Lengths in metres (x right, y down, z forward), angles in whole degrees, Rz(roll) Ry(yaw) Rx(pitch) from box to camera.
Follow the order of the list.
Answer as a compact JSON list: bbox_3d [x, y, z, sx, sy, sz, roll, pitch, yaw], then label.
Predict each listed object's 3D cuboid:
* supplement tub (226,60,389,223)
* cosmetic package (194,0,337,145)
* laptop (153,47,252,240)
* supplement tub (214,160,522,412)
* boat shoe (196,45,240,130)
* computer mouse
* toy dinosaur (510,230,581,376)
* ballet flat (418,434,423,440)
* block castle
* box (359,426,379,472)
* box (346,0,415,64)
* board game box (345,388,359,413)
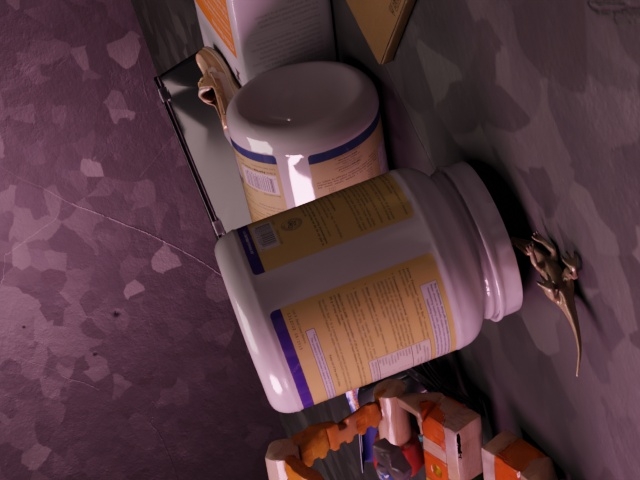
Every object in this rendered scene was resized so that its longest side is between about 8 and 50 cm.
[{"bbox_3d":[-0.005,-0.090,1.625,0.228,0.228,0.316,-128,21,-49],"label":"supplement tub"},{"bbox_3d":[-0.087,-0.306,1.748,0.230,0.161,0.453,56,163,41],"label":"cosmetic package"},{"bbox_3d":[-0.168,-0.197,2.218,0.408,0.236,0.382,113,135,-84],"label":"laptop"},{"bbox_3d":[0.058,0.051,1.321,0.241,0.331,0.241,160,90,-86],"label":"supplement tub"},{"bbox_3d":[-0.166,-0.241,1.679,0.170,0.059,0.063,57,164,31],"label":"boat shoe"},{"bbox_3d":[0.132,0.267,1.768,0.188,0.072,0.272,46,150,-2],"label":"computer mouse"},{"bbox_3d":[0.270,0.052,1.195,0.093,0.053,0.183,60,-173,-59],"label":"toy dinosaur"},{"bbox_3d":[0.158,0.377,2.089,0.086,0.086,0.248,63,166,18],"label":"ballet flat"},{"bbox_3d":[0.151,0.415,1.537,0.453,0.303,0.213,26,134,49],"label":"block castle"},{"bbox_3d":[0.103,0.327,2.047,0.225,0.036,0.137,-74,-17,-56],"label":"box"},{"bbox_3d":[0.067,-0.343,1.377,0.201,0.021,0.165,112,134,-72],"label":"box"},{"bbox_3d":[0.078,0.306,2.225,0.201,0.035,0.136,-88,-19,-70],"label":"board game box"}]
